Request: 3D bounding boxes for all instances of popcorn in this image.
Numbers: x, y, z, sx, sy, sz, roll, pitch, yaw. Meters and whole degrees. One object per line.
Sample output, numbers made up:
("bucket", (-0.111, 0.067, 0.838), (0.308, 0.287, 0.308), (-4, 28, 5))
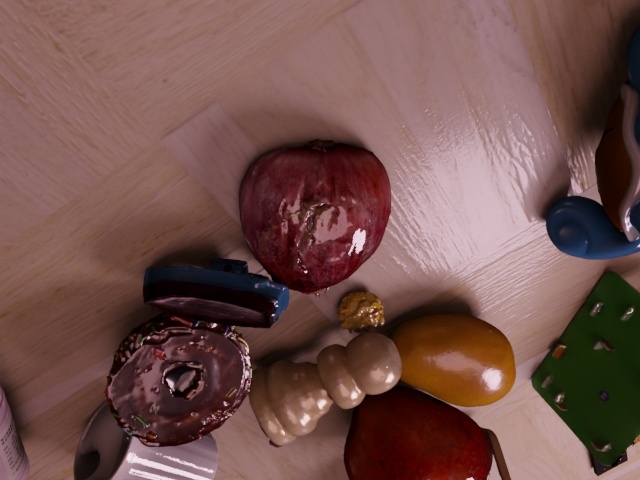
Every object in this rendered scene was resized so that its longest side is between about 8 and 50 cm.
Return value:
("popcorn", (0.069, 0.126, 1.048), (0.082, 0.057, 0.083), (-23, 132, 4))

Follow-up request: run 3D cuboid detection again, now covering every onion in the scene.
("onion", (0.000, 0.000, 0.894), (0.227, 0.120, 0.283), (-6, 128, -5))

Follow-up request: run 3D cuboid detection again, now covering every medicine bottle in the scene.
("medicine bottle", (-0.557, 0.309, 0.965), (0.133, 0.133, 0.249), (-5, 129, -12))

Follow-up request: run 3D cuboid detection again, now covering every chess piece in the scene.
("chess piece", (0.017, 0.245, 1.056), (0.261, 0.142, 0.142), (-25, 129, 12))

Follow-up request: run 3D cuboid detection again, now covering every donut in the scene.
("donut", (-0.228, 0.212, 0.977), (0.235, 0.089, 0.235), (-8, 109, -25))

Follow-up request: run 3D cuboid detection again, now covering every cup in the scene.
("cup", (-0.317, 0.379, 1.096), (0.202, 0.221, 0.166), (36, 77, -37))

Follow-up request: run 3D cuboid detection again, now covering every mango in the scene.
("mango", (0.245, 0.213, 1.112), (0.255, 0.139, 0.175), (24, 114, -22))

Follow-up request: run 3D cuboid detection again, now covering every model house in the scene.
("model house", (0.669, 0.230, 1.232), (0.313, 0.242, 0.357), (-5, 128, -32))

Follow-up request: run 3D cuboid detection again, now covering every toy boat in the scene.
("toy boat", (-0.157, 0.067, 0.907), (0.223, 0.097, 0.100), (8, 140, 6))

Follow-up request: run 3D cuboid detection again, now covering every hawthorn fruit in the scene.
("hawthorn fruit", (0.161, 0.401, 1.161), (0.307, 0.265, 0.265), (47, 109, 6))

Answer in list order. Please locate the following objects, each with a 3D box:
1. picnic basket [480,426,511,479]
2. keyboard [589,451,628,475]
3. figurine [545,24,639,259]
("picnic basket", (0.288, 0.582, 1.329), (0.291, 0.254, 0.321), (21, 132, -30))
("keyboard", (0.711, 0.495, 1.529), (0.106, 0.027, 0.317), (-27, 129, 1))
("figurine", (0.503, -0.112, 0.879), (0.298, 0.243, 0.416), (-13, 133, -32))
